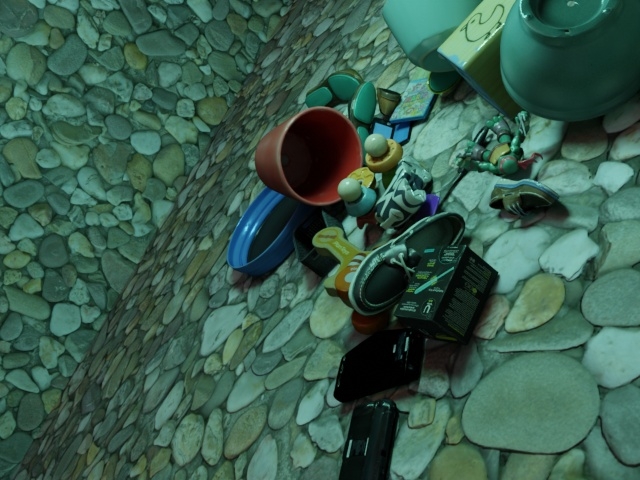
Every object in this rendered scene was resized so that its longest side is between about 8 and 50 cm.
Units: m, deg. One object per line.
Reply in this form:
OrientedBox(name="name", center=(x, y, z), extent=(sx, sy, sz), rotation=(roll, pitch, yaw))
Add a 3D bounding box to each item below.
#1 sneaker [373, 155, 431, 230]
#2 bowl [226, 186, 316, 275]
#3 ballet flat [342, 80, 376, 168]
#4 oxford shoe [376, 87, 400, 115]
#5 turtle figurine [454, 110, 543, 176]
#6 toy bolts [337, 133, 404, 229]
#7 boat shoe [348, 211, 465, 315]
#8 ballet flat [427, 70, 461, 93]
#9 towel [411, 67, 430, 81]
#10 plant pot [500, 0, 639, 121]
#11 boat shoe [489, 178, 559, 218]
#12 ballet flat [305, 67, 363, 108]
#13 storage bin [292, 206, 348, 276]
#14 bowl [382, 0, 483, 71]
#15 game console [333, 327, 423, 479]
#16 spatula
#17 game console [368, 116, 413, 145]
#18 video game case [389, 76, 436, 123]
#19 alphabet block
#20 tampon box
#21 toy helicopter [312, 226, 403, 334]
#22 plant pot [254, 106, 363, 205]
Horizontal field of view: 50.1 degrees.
OrientedBox(name="sneaker", center=(0.189, -0.104, 1.669), extent=(0.153, 0.094, 0.235), rotation=(-49, 17, 29))
OrientedBox(name="bowl", center=(-0.151, -0.056, 2.212), extent=(0.391, 0.077, 0.391), rotation=(-40, 28, 26))
OrientedBox(name="ballet flat", center=(0.103, -0.337, 2.031), extent=(0.096, 0.095, 0.280), rotation=(-11, 66, 44))
OrientedBox(name="oxford shoe", center=(0.198, -0.419, 2.067), extent=(0.212, 0.076, 0.076), rotation=(-68, -9, -71))
OrientedBox(name="turtle figurine", center=(0.373, -0.189, 1.445), extent=(0.175, 0.118, 0.234), rotation=(-30, 15, 13))
OrientedBox(name="toy bolts", center=(0.103, -0.154, 1.765), extent=(0.218, 0.158, 0.228), rotation=(-6, 52, 39))
OrientedBox(name="boat shoe", center=(0.179, 0.037, 1.398), extent=(0.302, 0.114, 0.091), rotation=(-45, 8, -27))
OrientedBox(name="ballet flat", center=(0.366, -0.490, 1.909), extent=(0.231, 0.077, 0.077), rotation=(-55, 4, -11))
OrientedBox(name="towel", center=(0.332, -0.529, 2.054), extent=(0.110, 0.027, 0.148), rotation=(1, 58, 59))
OrientedBox(name="plant pot", center=(0.476, -0.402, 1.293), extent=(0.293, 0.196, 0.293), rotation=(-9, 67, 20))
OrientedBox(name="boat shoe", center=(0.393, -0.077, 1.335), extent=(0.066, 0.066, 0.183), rotation=(-60, 16, -3))
OrientedBox(name="ballet flat", center=(0.073, -0.554, 2.463), extent=(0.124, 0.116, 0.342), rotation=(-44, 15, -28))
OrientedBox(name="storage bin", center=(0.000, 0.000, 1.874), extent=(0.122, 0.084, 0.180), rotation=(-46, 25, 16))
OrientedBox(name="bowl", center=(0.324, -0.542, 1.748), extent=(0.311, 0.311, 0.163), rotation=(-21, 74, 49))
OrientedBox(name="game console", center=(0.094, 0.333, 1.335), extent=(0.213, 0.044, 0.361), rotation=(-30, 33, 43))
OrientedBox(name="spatula", center=(0.306, -0.145, 1.597), extent=(0.296, 0.030, 0.084), rotation=(-54, 18, -2))
OrientedBox(name="game console", center=(0.201, -0.318, 1.959), extent=(0.071, 0.107, 0.122), rotation=(112, 175, -51))
OrientedBox(name="video game case", center=(0.277, -0.404, 1.958), extent=(0.119, 0.015, 0.166), rotation=(0, 51, 44))
OrientedBox(name="alphabet block", center=(0.423, -0.430, 1.578), extent=(0.197, 0.193, 0.192), rotation=(-46, 28, 14))
OrientedBox(name="tampon box", center=(0.240, 0.102, 1.309), extent=(0.120, 0.101, 0.161), rotation=(-1, 57, 60))
OrientedBox(name="toy helicopter", center=(0.098, 0.042, 1.578), extent=(0.235, 0.140, 0.355), rotation=(-34, 35, -12))
OrientedBox(name="plant pot", center=(-0.054, -0.234, 1.961), extent=(0.243, 0.275, 0.275), rotation=(7, 63, 59))
